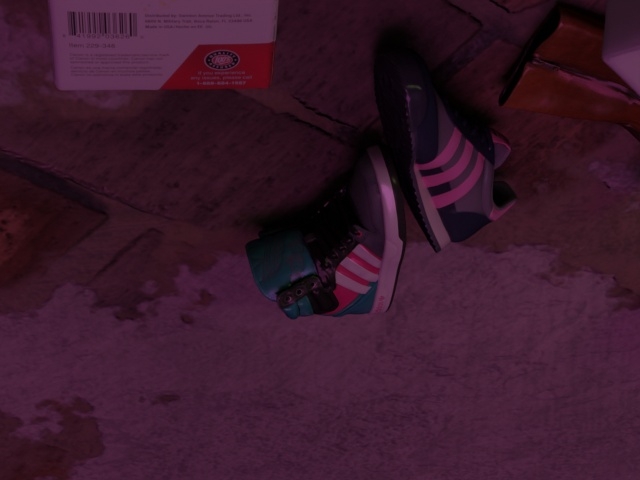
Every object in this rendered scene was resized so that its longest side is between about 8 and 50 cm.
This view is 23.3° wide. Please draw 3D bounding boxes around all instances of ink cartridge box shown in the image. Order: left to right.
[{"bbox_3d":[-0.150,-0.291,1.491,0.226,0.131,0.306,1,140,-7],"label":"ink cartridge box"}]

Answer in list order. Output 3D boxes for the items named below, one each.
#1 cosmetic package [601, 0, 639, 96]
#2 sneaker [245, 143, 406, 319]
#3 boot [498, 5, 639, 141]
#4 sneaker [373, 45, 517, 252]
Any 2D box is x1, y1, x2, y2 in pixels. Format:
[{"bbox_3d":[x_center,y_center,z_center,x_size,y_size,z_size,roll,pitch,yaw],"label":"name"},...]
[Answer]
[{"bbox_3d":[0.507,-0.236,1.421,0.329,0.327,0.394,-13,144,39],"label":"cosmetic package"},{"bbox_3d":[0.000,0.000,1.889,0.178,0.123,0.295,-9,143,-11],"label":"sneaker"},{"bbox_3d":[0.340,-0.130,1.780,0.281,0.096,0.264,9,140,-16],"label":"boot"},{"bbox_3d":[0.147,-0.121,1.780,0.131,0.112,0.319,-24,143,-3],"label":"sneaker"}]
